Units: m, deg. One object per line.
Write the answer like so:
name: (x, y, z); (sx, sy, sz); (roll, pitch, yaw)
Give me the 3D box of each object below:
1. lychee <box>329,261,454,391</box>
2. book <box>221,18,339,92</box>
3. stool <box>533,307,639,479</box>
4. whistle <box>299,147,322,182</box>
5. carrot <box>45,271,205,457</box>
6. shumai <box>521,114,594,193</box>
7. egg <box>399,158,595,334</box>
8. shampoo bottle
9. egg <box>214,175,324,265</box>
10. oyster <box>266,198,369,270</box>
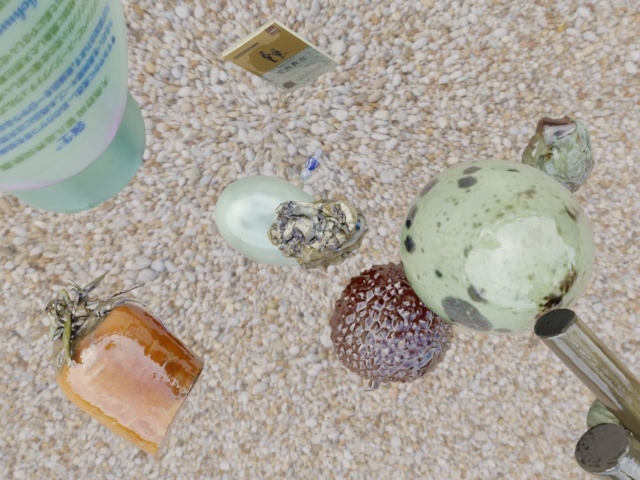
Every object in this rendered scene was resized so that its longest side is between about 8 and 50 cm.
lychee: (0.148, 0.186, 1.249); (0.264, 0.264, 0.300); (13, 108, -7)
book: (-0.063, -0.304, 0.987); (0.118, 0.172, 0.012); (-20, 69, 34)
stool: (0.435, 0.182, 0.664); (0.310, 0.310, 0.226); (-29, 108, 22)
whistle: (-0.021, -0.162, 1.261); (0.029, 0.033, 0.083); (29, 94, -33)
carrot: (-0.337, 0.210, 1.008); (0.331, 0.193, 0.214); (43, 130, -13)
shumai: (0.731, -0.255, 1.843); (0.222, 0.203, 0.272); (0, 105, 30)
egg: (0.277, 0.012, 0.958); (0.287, 0.379, 0.288); (0, 103, -1)
shampoo bottle: (-0.235, -0.125, 0.437); (0.151, 0.349, 0.222); (40, 79, 9)
egg: (-0.114, -0.046, 1.581); (0.370, 0.230, 0.230); (19, 101, -41)
oyster: (0.000, 0.000, 1.197); (0.214, 0.083, 0.223); (-7, 143, 23)
